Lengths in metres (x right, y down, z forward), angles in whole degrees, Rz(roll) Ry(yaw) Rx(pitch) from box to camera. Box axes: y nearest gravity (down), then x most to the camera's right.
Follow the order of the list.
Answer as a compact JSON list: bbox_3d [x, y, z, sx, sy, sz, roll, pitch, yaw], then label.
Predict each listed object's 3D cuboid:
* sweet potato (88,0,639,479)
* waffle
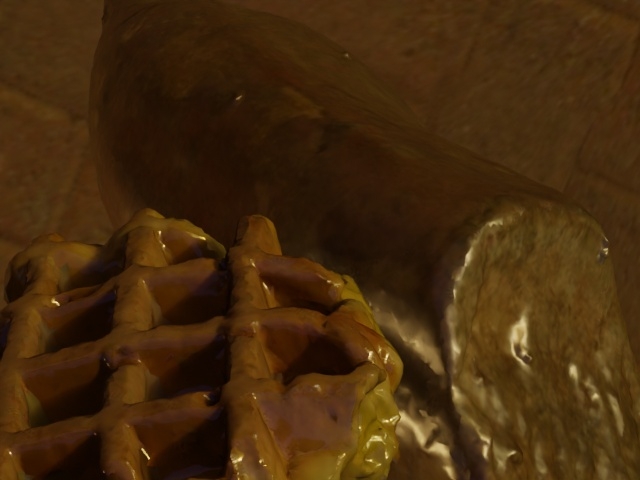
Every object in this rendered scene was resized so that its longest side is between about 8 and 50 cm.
[{"bbox_3d":[0.000,0.000,0.715,0.369,0.158,0.158,37,109,39],"label":"sweet potato"},{"bbox_3d":[-0.078,0.074,0.506,0.249,0.253,0.056,30,142,49],"label":"waffle"}]
